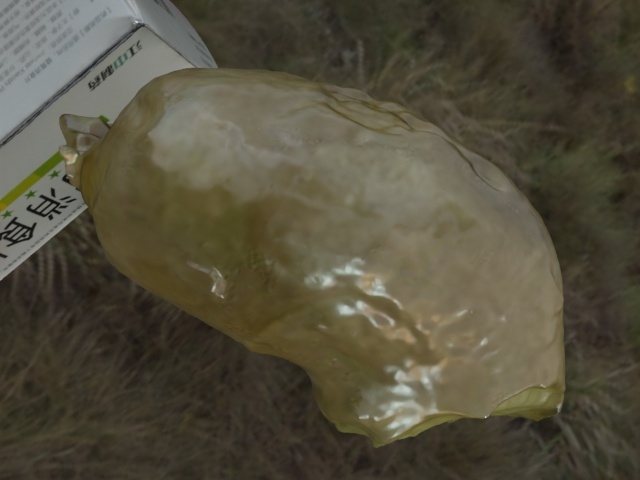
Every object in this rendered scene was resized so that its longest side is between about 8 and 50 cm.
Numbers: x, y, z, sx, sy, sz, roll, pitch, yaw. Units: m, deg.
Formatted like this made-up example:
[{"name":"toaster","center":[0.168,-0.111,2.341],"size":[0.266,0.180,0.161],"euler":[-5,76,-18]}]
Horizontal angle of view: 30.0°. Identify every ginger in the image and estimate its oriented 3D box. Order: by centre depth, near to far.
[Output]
[{"name":"ginger","center":[0.000,0.000,0.539],"size":[0.267,0.152,0.138],"euler":[40,21,5]}]

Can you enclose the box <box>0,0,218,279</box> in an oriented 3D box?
[{"name":"box","center":[-0.264,-0.099,1.010],"size":[0.145,0.333,0.173],"euler":[54,8,22]}]
